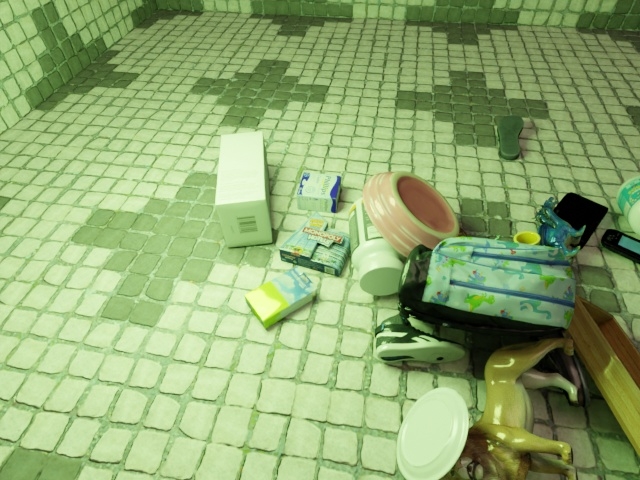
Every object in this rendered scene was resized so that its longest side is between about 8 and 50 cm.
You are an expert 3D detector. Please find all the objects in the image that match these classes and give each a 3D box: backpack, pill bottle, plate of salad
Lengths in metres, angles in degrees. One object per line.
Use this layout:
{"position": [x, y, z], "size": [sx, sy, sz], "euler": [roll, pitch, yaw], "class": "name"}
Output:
{"position": [0.381, 0.110, 0.944], "size": [0.355, 0.290, 0.273], "euler": [21, 79, 21], "class": "backpack"}
{"position": [1.000, -0.094, 1.239], "size": [0.146, 0.146, 0.264], "euler": [16, 31, 16], "class": "pill bottle"}
{"position": [0.230, 0.397, 0.842], "size": [0.048, 0.200, 0.200], "euler": [36, 49, -12], "class": "plate of salad"}
{"position": [0.167, 0.010, 1.201], "size": [0.162, 0.162, 0.278], "euler": [-1, 48, 0], "class": "pill bottle"}

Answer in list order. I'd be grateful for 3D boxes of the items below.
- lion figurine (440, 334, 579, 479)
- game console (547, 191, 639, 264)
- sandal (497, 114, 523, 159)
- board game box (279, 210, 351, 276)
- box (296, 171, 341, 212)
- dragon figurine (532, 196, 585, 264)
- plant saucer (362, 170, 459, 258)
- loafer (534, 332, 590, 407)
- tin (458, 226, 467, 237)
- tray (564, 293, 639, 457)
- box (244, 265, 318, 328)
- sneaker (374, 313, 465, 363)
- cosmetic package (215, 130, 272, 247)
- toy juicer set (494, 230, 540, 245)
{"position": [0.398, 0.353, 0.870], "size": [0.240, 0.142, 0.392], "euler": [-4, 39, 38], "class": "lion figurine"}
{"position": [0.906, -0.016, 1.285], "size": [0.361, 0.044, 0.213], "euler": [34, 56, 28], "class": "game console"}
{"position": [0.755, -0.411, 1.658], "size": [0.097, 0.054, 0.254], "euler": [10, 57, 20], "class": "sandal"}
{"position": [0.000, 0.000, 1.282], "size": [0.194, 0.060, 0.194], "euler": [14, 50, 14], "class": "board game box"}
{"position": [-0.003, -0.167, 1.429], "size": [0.137, 0.072, 0.126], "euler": [7, 48, 7], "class": "box"}
{"position": [0.686, 0.005, 1.228], "size": [0.144, 0.085, 0.289], "euler": [18, 67, 27], "class": "dragon figurine"}
{"position": [0.276, -0.081, 1.181], "size": [0.332, 0.084, 0.332], "euler": [23, 42, -23], "class": "plant saucer"}
{"position": [0.552, 0.265, 1.007], "size": [0.095, 0.109, 0.302], "euler": [-10, 39, 14], "class": "loafer"}
{"position": [0.368, 0.011, 1.279], "size": [0.189, 0.040, 0.106], "euler": [-23, 47, -19], "class": "tin"}
{"position": [0.673, 0.326, 0.886], "size": [0.202, 0.076, 0.411], "euler": [23, 37, -30], "class": "tray"}
{"position": [-0.108, 0.154, 1.153], "size": [0.178, 0.042, 0.109], "euler": [-28, 53, -23], "class": "box"}
{"position": [0.245, 0.237, 1.042], "size": [0.216, 0.079, 0.121], "euler": [1, 43, 0], "class": "sneaker"}
{"position": [-0.245, -0.177, 1.362], "size": [0.155, 0.197, 0.365], "euler": [-7, 46, -4], "class": "cosmetic package"}
{"position": [0.492, 0.088, 1.129], "size": [0.209, 0.089, 0.329], "euler": [-3, 37, 26], "class": "toy juicer set"}
